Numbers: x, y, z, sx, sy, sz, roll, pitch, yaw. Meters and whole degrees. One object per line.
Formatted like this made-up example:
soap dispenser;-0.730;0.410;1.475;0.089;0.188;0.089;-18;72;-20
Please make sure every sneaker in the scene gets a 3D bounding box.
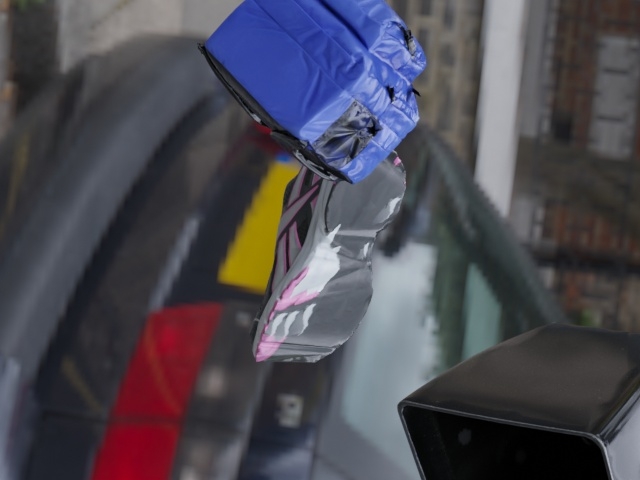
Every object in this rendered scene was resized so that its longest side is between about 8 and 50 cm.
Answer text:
sneaker;0.000;0.000;1.281;0.178;0.072;0.077;-63;-146;21

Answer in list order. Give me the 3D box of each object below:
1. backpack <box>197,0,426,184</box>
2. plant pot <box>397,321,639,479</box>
backpack;0.009;-0.090;1.084;0.101;0.098;0.120;-39;155;3
plant pot;0.200;0.166;1.487;0.167;0.188;0.187;-42;124;-39
